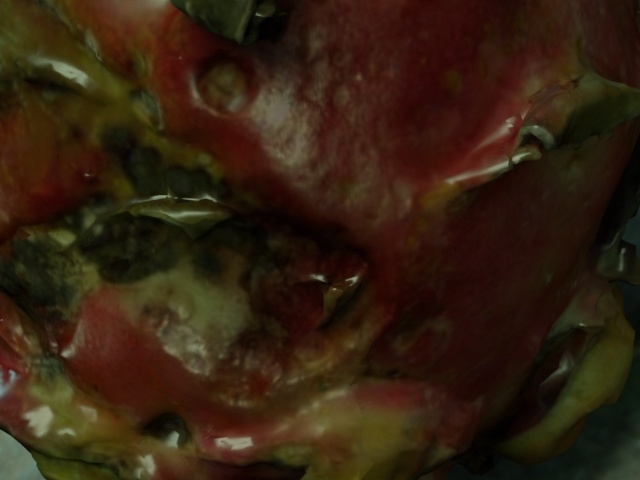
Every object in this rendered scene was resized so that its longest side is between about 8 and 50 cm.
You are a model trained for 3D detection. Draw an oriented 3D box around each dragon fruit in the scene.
[{"bbox_3d":[0.000,0.000,0.615,0.296,0.314,0.262,-5,90,45],"label":"dragon fruit"}]
